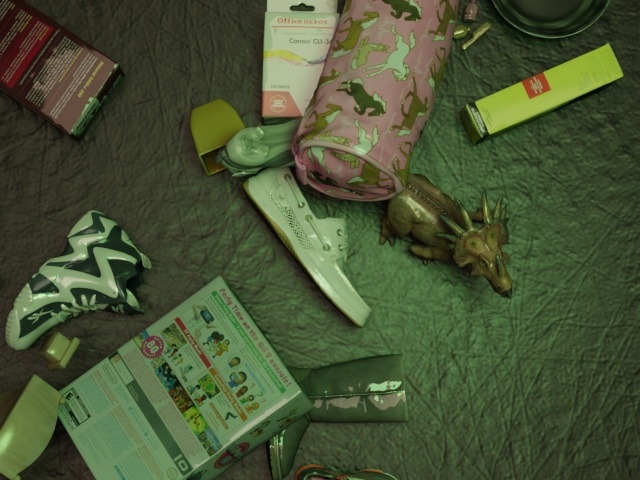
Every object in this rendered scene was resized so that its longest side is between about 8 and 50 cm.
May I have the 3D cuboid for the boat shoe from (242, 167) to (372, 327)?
[{"bbox_3d":[0.000,0.000,1.870,0.096,0.098,0.277,-37,85,-5],"label":"boat shoe"}]

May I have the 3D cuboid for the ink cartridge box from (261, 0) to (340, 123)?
[{"bbox_3d":[-0.029,-0.276,1.906,0.115,0.067,0.198,1,86,-2],"label":"ink cartridge box"}]

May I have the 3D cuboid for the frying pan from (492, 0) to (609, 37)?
[{"bbox_3d":[0.375,-0.457,1.939,0.197,0.053,0.326,28,83,1],"label":"frying pan"}]

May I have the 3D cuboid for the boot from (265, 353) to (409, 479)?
[{"bbox_3d":[0.025,0.258,1.867,0.208,0.076,0.190,2,81,-7],"label":"boot"}]

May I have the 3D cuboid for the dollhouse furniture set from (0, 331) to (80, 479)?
[{"bbox_3d":[-0.456,0.334,1.820,0.174,0.303,0.355,41,59,-24],"label":"dollhouse furniture set"}]

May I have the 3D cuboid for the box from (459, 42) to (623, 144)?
[{"bbox_3d":[0.327,-0.216,1.902,0.232,0.087,0.058,-23,86,-2],"label":"box"}]

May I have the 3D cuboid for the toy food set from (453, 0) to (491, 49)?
[{"bbox_3d":[0.198,-0.348,1.943,0.078,0.019,0.122,-41,79,-2],"label":"toy food set"}]

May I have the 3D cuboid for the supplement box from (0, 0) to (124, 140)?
[{"bbox_3d":[-0.427,-0.268,1.893,0.239,0.073,0.130,35,86,2],"label":"supplement box"}]

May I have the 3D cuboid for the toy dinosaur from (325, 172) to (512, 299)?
[{"bbox_3d":[0.160,-0.037,1.826,0.295,0.200,0.127,28,85,1],"label":"toy dinosaur"}]

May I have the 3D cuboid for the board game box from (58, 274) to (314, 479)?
[{"bbox_3d":[-0.197,0.230,1.811,0.303,0.097,0.224,-35,64,-3],"label":"board game box"}]

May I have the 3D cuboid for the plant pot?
[{"bbox_3d":[-0.151,-0.159,1.891,0.081,0.081,0.083,-23,70,-3],"label":"plant pot"}]

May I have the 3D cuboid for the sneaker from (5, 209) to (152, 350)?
[{"bbox_3d":[-0.338,0.089,1.856,0.153,0.094,0.235,35,75,10],"label":"sneaker"}]

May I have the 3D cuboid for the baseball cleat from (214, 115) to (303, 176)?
[{"bbox_3d":[-0.058,-0.136,1.853,0.206,0.109,0.072,-3,77,-34],"label":"baseball cleat"}]

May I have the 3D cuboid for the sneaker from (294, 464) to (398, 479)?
[{"bbox_3d":[0.040,0.363,1.860,0.158,0.065,0.061,5,86,-1],"label":"sneaker"}]

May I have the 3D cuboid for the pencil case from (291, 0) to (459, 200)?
[{"bbox_3d":[0.082,-0.243,1.806,0.160,0.167,0.386,35,61,-38],"label":"pencil case"}]
